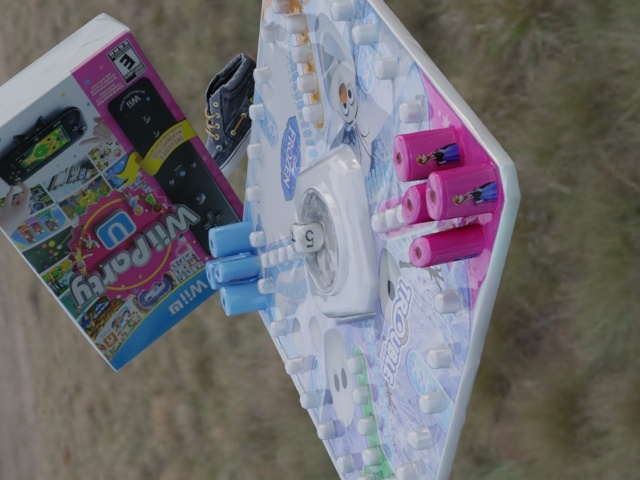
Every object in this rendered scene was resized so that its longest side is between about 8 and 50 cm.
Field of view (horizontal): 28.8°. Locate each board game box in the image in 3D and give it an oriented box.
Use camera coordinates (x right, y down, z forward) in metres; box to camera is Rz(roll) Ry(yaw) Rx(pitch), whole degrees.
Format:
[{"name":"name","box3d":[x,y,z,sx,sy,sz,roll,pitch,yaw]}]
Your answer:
[{"name":"board game box","box3d":[0.000,0.000,0.921,0.390,0.050,0.390,-120,29,-45]},{"name":"board game box","box3d":[-0.222,-0.047,1.313,0.097,0.224,0.303,34,160,53]}]

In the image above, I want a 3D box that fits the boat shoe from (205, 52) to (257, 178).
[{"name":"boat shoe","box3d":[-0.125,-0.151,1.582,0.183,0.083,0.065,-52,31,9]}]
